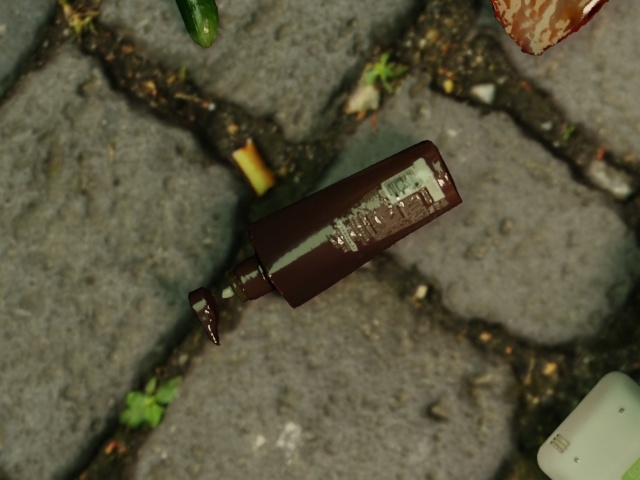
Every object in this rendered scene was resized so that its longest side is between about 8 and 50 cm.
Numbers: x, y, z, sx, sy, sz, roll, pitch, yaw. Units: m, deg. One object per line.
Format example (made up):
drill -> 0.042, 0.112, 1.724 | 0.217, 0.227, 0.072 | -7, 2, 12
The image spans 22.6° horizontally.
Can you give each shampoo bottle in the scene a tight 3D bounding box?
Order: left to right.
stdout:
shampoo bottle -> 0.001, 0.002, 1.298 | 0.236, 0.067, 0.068 | -29, 61, 7

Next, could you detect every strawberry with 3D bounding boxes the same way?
strawberry -> 0.194, -0.236, 1.295 | 0.146, 0.082, 0.187 | 9, 85, 23

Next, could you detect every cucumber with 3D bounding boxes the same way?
cucumber -> -0.121, -0.239, 1.404 | 0.037, 0.037, 0.155 | -25, 72, 8

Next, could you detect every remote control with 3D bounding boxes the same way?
remote control -> 0.280, 0.210, 1.185 | 0.250, 0.034, 0.103 | 41, 90, 20
